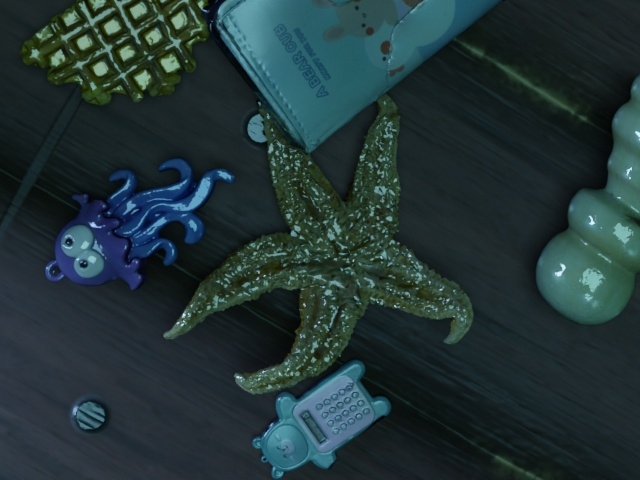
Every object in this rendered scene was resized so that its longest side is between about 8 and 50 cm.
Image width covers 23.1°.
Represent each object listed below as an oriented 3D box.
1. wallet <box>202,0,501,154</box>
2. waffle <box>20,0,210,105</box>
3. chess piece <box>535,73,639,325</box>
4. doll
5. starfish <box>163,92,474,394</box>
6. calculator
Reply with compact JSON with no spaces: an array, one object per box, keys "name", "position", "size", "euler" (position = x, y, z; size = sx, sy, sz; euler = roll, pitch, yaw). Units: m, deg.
[{"name":"wallet","position":[0.032,-0.221,1.470],"size":[0.250,0.075,0.176],"euler":[-38,110,-5]},{"name":"waffle","position":[-0.181,-0.217,1.482],"size":[0.161,0.046,0.192],"euler":[22,96,-8]},{"name":"chess piece","position":[0.300,-0.029,1.522],"size":[0.133,0.133,0.243],"euler":[31,102,-9]},{"name":"doll","position":[-0.176,-0.018,1.500],"size":[0.206,0.067,0.110],"euler":[-32,87,3]},{"name":"starfish","position":[0.000,0.000,1.526],"size":[0.299,0.060,0.302],"euler":[1,87,3]},{"name":"calculator","position":[-0.001,0.182,1.573],"size":[0.141,0.019,0.094],"euler":[-35,103,1]}]
